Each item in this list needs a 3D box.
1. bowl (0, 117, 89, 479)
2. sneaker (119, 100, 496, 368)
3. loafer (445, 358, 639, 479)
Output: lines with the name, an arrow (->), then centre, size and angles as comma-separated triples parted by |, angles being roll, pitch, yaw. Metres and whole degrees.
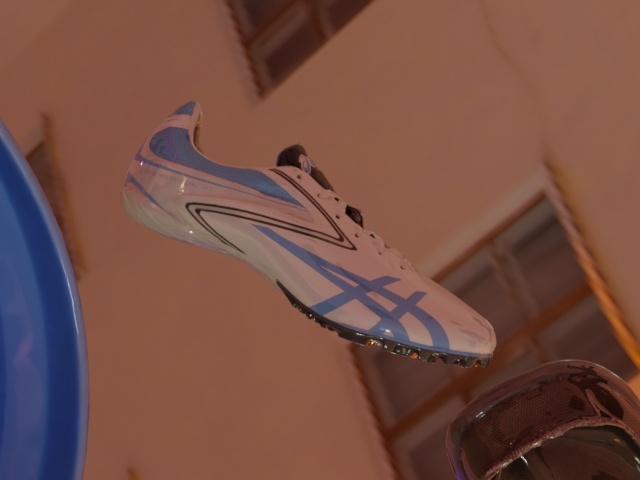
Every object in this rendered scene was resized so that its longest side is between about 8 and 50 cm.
bowl -> -0.256, 0.090, 0.630 | 0.077, 0.391, 0.391 | 15, 178, 40
sneaker -> 0.000, 0.000, 0.996 | 0.237, 0.086, 0.085 | 29, -178, 3
loafer -> 0.205, 0.217, 1.191 | 0.366, 0.134, 0.130 | 53, -171, -41
